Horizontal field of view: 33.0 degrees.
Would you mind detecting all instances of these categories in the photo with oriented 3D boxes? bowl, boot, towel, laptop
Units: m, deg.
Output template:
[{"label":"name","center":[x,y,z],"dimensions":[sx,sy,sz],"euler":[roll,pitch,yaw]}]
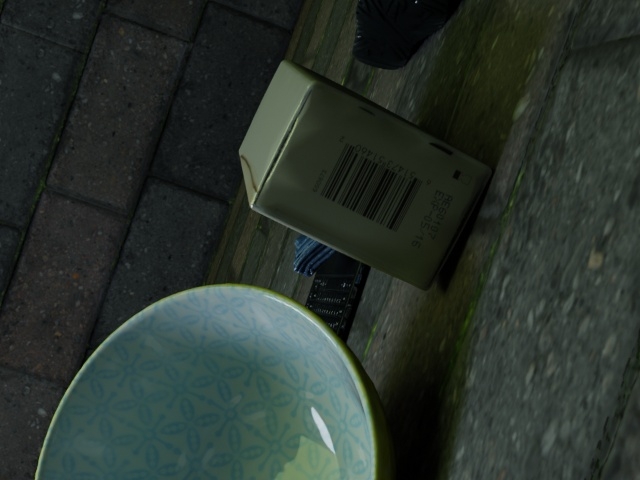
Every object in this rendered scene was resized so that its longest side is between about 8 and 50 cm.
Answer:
[{"label":"bowl","center":[-0.056,0.193,0.818],"dimensions":[0.156,0.290,0.289],"euler":[40,-118,-54]},{"label":"boot","center":[0.101,-0.325,1.209],"dimensions":[0.246,0.094,0.207],"euler":[126,158,-78]},{"label":"towel","center":[0.000,0.000,1.164],"dimensions":[0.067,0.029,0.119],"euler":[-43,6,9]},{"label":"laptop","center":[-0.059,0.086,1.192],"dimensions":[0.234,0.137,0.264],"euler":[174,115,-79]}]

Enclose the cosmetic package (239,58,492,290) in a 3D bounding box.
[{"label":"cosmetic package","center":[0.023,-0.071,0.948],"dimensions":[0.113,0.160,0.309],"euler":[-63,10,7]}]
